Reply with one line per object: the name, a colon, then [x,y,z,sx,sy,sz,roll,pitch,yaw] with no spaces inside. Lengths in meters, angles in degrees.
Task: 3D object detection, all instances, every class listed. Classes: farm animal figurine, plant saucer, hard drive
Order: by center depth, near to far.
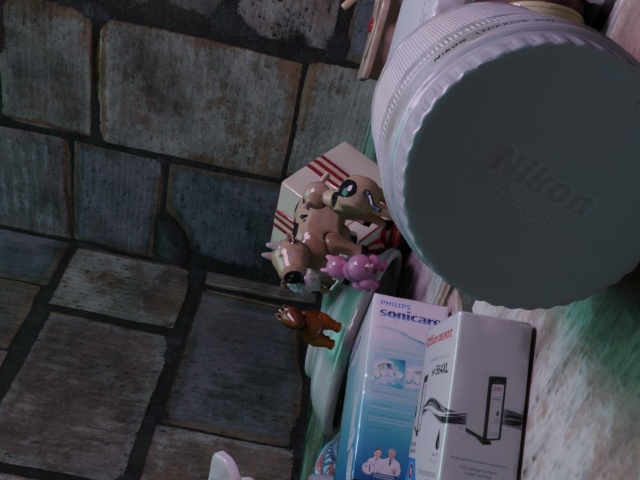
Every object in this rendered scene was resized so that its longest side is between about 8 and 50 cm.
hard drive: [0.159,-0.312,1.174,0.353,0.047,0.233,-127,51,-82]
farm animal figurine: [0.000,0.000,1.258,0.327,0.172,0.330,-89,24,-65]
plant saucer: [0.054,0.194,1.496,0.400,0.100,0.400,19,-90,-77]

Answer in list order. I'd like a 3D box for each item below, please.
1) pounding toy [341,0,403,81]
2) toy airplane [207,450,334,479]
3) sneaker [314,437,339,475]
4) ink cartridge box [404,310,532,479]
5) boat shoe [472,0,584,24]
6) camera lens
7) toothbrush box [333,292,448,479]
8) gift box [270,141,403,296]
pounding toy: [0.109,-0.439,1.432,0.154,0.155,0.269,-91,14,-62]
toy airplane: [-0.074,0.505,1.257,0.386,0.384,0.272,-83,18,-60]
sneaker: [0.057,0.526,1.555,0.125,0.104,0.262,-54,22,37]
ink cartridge box: [0.159,0.191,0.805,0.148,0.086,0.203,112,169,-74]
boat shoe: [0.243,-0.300,0.885,0.342,0.123,0.123,-66,-12,-74]
camera lens: [0.157,-0.087,0.638,0.274,0.219,0.219,-86,8,-69]
toothbrush box: [0.104,0.265,1.131,0.216,0.126,0.295,104,176,-54]
gift box: [0.048,-0.018,1.637,0.276,0.258,0.255,-41,-23,-31]
